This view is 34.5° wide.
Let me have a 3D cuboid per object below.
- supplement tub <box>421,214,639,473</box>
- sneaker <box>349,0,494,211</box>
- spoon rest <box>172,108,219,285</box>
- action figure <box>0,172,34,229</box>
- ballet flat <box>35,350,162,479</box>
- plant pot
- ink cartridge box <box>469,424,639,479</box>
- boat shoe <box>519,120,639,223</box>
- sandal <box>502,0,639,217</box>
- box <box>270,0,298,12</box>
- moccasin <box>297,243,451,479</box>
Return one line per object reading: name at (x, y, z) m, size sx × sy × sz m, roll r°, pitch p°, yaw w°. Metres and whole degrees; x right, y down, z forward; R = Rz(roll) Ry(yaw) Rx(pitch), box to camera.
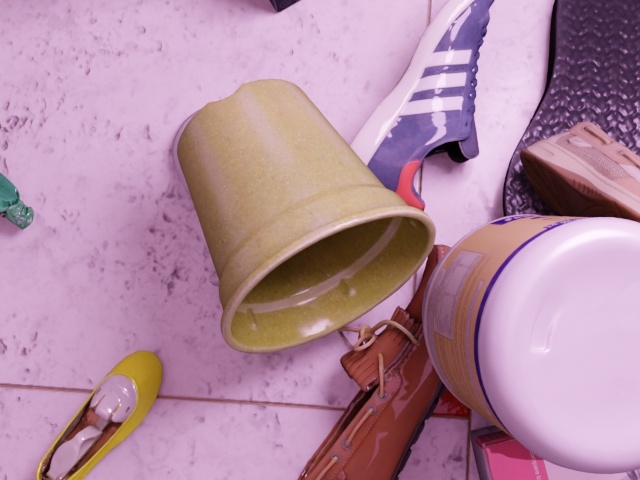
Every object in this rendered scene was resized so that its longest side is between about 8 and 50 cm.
supplement tub at (0.244, 0.093, 1.094) m, size 0.241 × 0.331 × 0.241 m, roll 0°, pitch 93°, yaw -8°
sneaker at (0.172, -0.191, 1.377) m, size 0.148 × 0.131 × 0.350 m, roll 33°, pitch 90°, yaw 2°
spoon rest at (-0.131, -0.062, 1.405) m, size 0.137 × 0.084 × 0.276 m, roll -7°, pitch 67°, yaw 2°
action figure at (-0.497, -0.084, 1.418) m, size 0.232 × 0.137 × 0.063 m, roll 30°, pitch 108°, yaw 0°
ballet flat at (-0.293, 0.243, 1.358) m, size 0.077 × 0.077 × 0.231 m, roll 39°, pitch 85°, yaw 10°
plant pot at (-0.043, -0.045, 1.241) m, size 0.276 × 0.276 × 0.254 m, roll -29°, pitch 66°, yaw -1°
ink cartridge box at (0.335, 0.260, 1.242) m, size 0.283 × 0.207 × 0.117 m, roll -13°, pitch 82°, yaw 3°
boat shoe at (0.360, -0.045, 1.146) m, size 0.110 × 0.121 × 0.341 m, roll -33°, pitch 41°, yaw -8°
sandal at (0.353, -0.159, 1.374) m, size 0.168 × 0.107 × 0.445 m, roll 16°, pitch 70°, yaw 8°
box at (0.014, -0.459, 1.402) m, size 0.270 × 0.165 × 0.143 m, roll -30°, pitch 79°, yaw -1°
moccasin at (0.077, 0.176, 1.321) m, size 0.147 × 0.139 × 0.380 m, roll 26°, pitch 93°, yaw -1°
